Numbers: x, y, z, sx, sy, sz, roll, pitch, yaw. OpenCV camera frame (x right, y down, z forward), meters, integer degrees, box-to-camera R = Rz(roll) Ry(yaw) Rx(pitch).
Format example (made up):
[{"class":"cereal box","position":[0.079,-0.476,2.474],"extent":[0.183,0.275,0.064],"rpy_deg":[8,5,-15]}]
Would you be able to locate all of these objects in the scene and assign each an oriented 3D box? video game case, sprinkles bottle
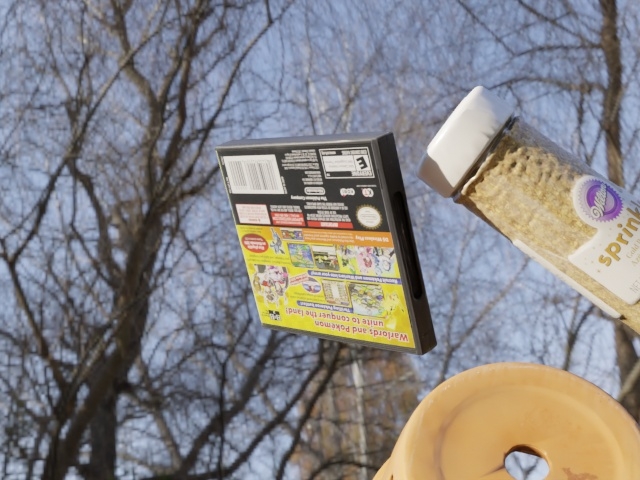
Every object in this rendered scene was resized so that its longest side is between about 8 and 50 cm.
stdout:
[{"class":"video game case","position":[0.000,0.000,1.053],"extent":[0.275,0.248,0.035],"rpy_deg":[4,23,46]},{"class":"sprinkles bottle","position":[0.275,-0.017,0.961],"extent":[0.355,0.121,0.121],"rpy_deg":[36,-40,4]}]

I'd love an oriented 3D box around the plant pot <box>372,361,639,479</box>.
[{"class":"plant pot","position":[0.167,0.242,0.771],"extent":[0.291,0.290,0.203],"rpy_deg":[-9,-47,-4]}]
